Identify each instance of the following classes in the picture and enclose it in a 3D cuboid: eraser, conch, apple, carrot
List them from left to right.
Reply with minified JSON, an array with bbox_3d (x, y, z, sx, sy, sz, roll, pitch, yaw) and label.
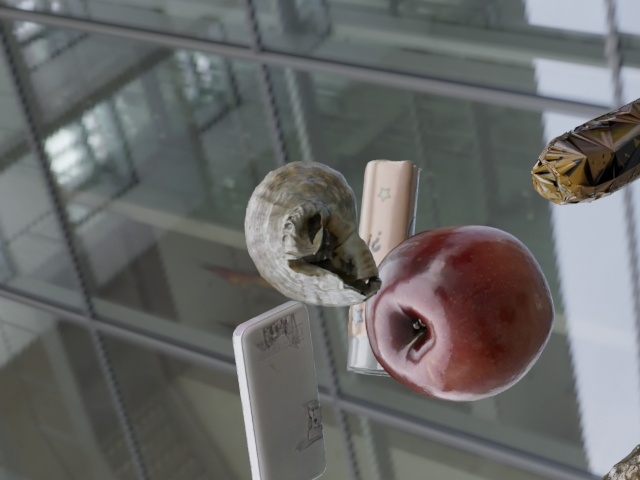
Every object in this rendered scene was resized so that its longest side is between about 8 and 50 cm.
[{"bbox_3d":[0.000,0.000,1.532,0.207,0.155,0.130,-109,44,-79],"label":"conch"},{"bbox_3d":[0.090,0.043,2.216,0.171,0.087,0.291,78,-162,-81],"label":"eraser"},{"bbox_3d":[0.168,0.087,1.899,0.201,0.218,0.218,-12,-69,-50],"label":"apple"},{"bbox_3d":[0.282,-0.096,1.344,0.228,0.069,0.069,-28,-54,-21],"label":"carrot"}]

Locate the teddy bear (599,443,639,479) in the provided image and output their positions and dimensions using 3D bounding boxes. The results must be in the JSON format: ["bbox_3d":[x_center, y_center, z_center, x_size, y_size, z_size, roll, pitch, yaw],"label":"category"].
[{"bbox_3d":[0.366,0.319,1.630,0.246,0.222,0.296,-46,-7,-1],"label":"teddy bear"}]

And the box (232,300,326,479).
[{"bbox_3d":[-0.057,0.240,2.311,0.142,0.044,0.285,-24,-65,-44],"label":"box"}]
